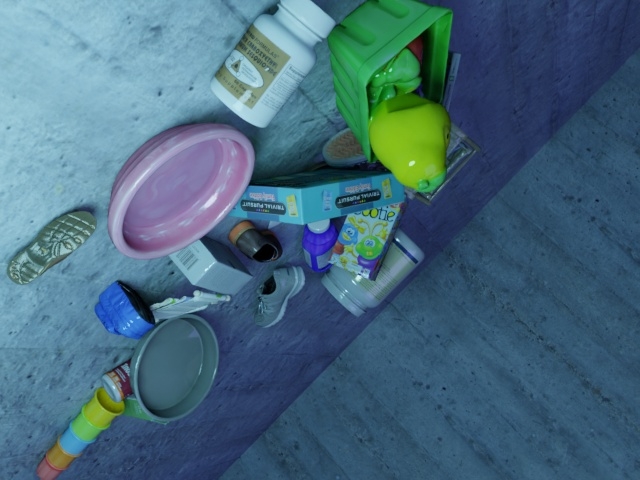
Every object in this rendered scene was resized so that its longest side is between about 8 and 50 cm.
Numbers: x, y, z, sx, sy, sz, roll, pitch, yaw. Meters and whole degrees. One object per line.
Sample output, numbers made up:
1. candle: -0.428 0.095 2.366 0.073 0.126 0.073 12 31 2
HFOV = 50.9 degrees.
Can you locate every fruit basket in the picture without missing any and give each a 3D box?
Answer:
1. fruit basket: 0.190 -0.294 1.452 0.283 0.392 0.392 -41 160 -10

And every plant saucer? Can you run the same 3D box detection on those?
1. plant saucer: -0.280 -0.106 1.321 0.332 0.084 0.332 -38 160 -17

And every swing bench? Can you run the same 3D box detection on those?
1. swing bench: 0.331 -0.261 2.080 0.253 0.165 0.255 -49 159 15

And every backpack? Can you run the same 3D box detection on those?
1. backpack: -0.435 0.168 1.508 0.101 0.120 0.098 -45 161 1

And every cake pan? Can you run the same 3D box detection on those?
1. cake pan: -0.397 0.338 1.815 0.293 0.054 0.292 -14 108 -51

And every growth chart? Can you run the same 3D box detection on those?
1. growth chart: -0.358 0.163 1.629 0.238 0.021 0.172 -17 164 15

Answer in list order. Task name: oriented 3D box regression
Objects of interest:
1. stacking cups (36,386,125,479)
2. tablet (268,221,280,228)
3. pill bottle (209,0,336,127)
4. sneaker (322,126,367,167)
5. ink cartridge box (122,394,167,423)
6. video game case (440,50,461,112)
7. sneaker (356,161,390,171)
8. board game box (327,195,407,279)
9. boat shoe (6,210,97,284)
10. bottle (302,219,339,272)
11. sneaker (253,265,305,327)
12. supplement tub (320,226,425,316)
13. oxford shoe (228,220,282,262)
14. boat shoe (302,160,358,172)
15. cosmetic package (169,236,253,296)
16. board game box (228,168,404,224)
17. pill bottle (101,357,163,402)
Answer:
1. stacking cups: -0.674 0.536 1.849 0.316 0.096 0.096 -44 161 15
2. tablet: -0.114 -0.068 1.830 0.054 0.006 0.083 -29 155 -37
3. pill bottle: -0.082 -0.328 1.198 0.229 0.131 0.131 -50 159 14
4. sneaker: 0.145 -0.245 1.773 0.302 0.108 0.121 -22 152 -14
5. ink cartridge box: -0.473 0.459 1.913 0.209 0.062 0.109 -2 -169 39
6. video game case: 0.309 -0.389 1.722 0.212 0.023 0.193 -91 -170 -71
7. sneaker: 0.195 -0.249 1.907 0.234 0.106 0.078 -34 -159 -20
8. board game box: 0.151 -0.029 2.067 0.275 0.142 0.144 -67 167 0
9. boat shoe: -0.481 0.009 1.209 0.178 0.064 0.060 -40 -170 -8
10. bottle: 0.000 0.000 2.057 0.118 0.092 0.282 -45 161 -15
11. sneaker: -0.159 0.171 2.130 0.115 0.105 0.281 10 132 -29
12. supplement tub: 0.181 0.089 2.373 0.325 0.235 0.235 -46 160 4
13. oxford shoe: -0.155 0.030 1.805 0.097 0.098 0.271 -47 160 6
14. boat shoe: 0.045 -0.147 1.836 0.307 0.104 0.110 -17 148 -50
15. cosmetic package: -0.264 0.058 1.629 0.085 0.117 0.231 -45 161 5
16. board game box: -0.009 -0.108 1.555 0.336 0.254 0.079 -15 106 -43
17. pill bottle: -0.503 0.362 1.809 0.152 0.086 0.086 -32 156 -34
